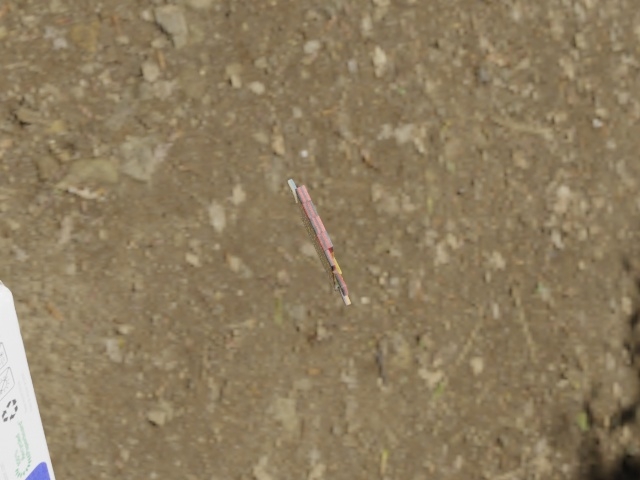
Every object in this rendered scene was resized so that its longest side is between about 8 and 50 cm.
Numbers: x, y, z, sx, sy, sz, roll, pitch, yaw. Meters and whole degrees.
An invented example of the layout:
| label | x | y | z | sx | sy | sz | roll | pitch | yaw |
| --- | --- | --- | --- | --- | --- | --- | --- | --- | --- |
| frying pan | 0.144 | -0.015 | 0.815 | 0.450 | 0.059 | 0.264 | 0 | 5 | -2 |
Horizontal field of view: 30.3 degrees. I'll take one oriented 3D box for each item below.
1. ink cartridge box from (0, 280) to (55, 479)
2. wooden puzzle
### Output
| label | x | y | z | sx | sy | sz | roll | pitch | yaw |
| --- | --- | --- | --- | --- | --- | --- | --- | --- | --- |
| ink cartridge box | -0.280 | 0.220 | 0.719 | 0.307 | 0.072 | 0.304 | -49 | 152 | -41 |
| wooden puzzle | 0.000 | 0.000 | 0.661 | 0.006 | 0.049 | 0.083 | -24 | 72 | -5 |
